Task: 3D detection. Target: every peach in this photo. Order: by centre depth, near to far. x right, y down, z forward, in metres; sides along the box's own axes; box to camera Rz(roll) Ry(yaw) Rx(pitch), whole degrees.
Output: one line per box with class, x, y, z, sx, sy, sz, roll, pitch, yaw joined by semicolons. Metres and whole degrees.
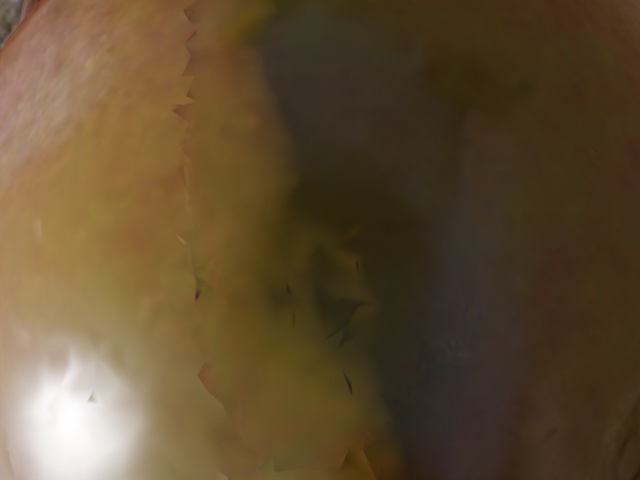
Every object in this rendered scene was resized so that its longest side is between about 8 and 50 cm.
peach;0.000;0.000;0.556;0.308;0.308;0.332;-21;66;39

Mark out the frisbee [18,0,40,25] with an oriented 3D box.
frisbee;-0.049;-0.115;0.803;0.251;0.251;0.021;53;167;15
